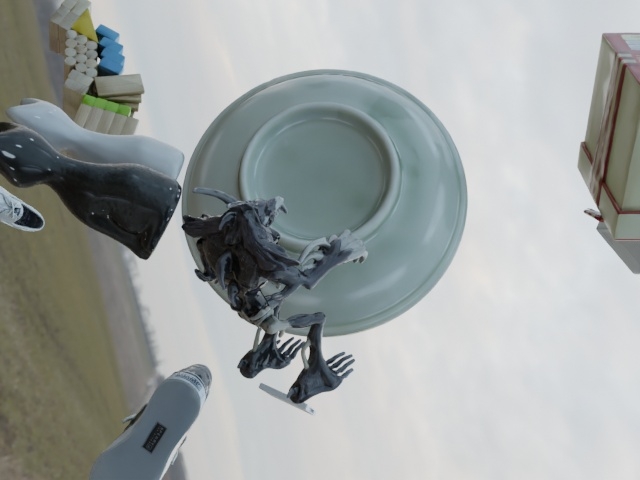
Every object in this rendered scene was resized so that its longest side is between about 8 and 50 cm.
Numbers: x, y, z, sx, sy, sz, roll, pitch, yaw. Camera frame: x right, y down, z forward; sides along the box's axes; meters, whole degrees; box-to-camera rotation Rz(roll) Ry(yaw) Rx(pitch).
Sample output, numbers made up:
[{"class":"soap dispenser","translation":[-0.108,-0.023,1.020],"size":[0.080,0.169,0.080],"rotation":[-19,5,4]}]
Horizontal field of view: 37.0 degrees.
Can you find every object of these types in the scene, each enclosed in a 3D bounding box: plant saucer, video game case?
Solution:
[{"class":"plant saucer","translation":[0.001,-0.073,1.297],"size":[0.100,0.400,0.401],"rotation":[77,-6,-71]},{"class":"video game case","translation":[-0.054,0.268,1.609],"size":[0.122,0.087,0.011],"rotation":[67,47,-73]}]

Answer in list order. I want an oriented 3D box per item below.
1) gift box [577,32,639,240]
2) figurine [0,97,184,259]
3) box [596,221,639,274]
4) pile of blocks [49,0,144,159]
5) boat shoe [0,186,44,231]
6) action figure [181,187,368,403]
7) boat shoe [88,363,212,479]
[{"class":"gift box","translation":[0.518,-0.144,1.360],"size":[0.276,0.255,0.258],"rotation":[-80,172,-59]},{"class":"figurine","translation":[-0.264,-0.089,1.072],"size":[0.092,0.209,0.215],"rotation":[-60,-165,15]},{"class":"box","translation":[0.690,-0.047,1.985],"size":[0.119,0.181,0.182],"rotation":[2,-33,50]},{"class":"pile of blocks","translation":[-0.403,-0.273,1.728],"size":[0.113,0.148,0.362],"rotation":[117,-37,-59]},{"class":"boat shoe","translation":[-0.574,-0.056,1.758],"size":[0.184,0.063,0.066],"rotation":[56,52,-64]},{"class":"action figure","translation":[-0.047,0.035,0.997],"size":[0.164,0.141,0.276],"rotation":[17,-42,32]},{"class":"boat shoe","translation":[-0.284,0.329,1.620],"size":[0.306,0.113,0.105],"rotation":[-59,176,18]}]
